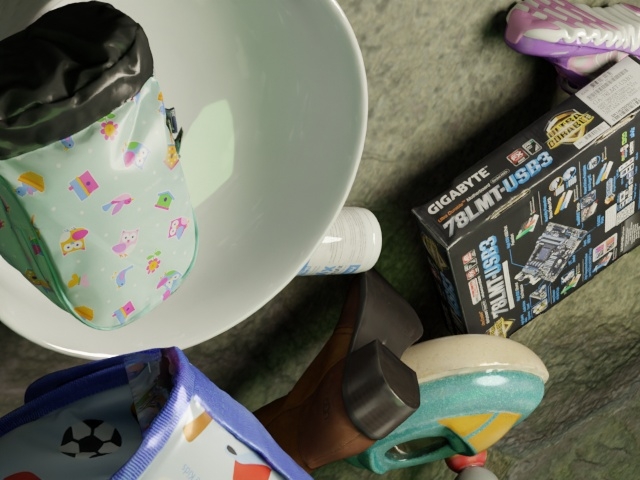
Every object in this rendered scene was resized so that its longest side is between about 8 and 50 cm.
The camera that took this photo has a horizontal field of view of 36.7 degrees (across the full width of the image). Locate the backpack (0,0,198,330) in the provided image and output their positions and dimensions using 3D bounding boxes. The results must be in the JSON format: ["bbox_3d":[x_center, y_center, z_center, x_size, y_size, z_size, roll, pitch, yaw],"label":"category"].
[{"bbox_3d":[-0.150,-0.034,0.591,0.152,0.115,0.182,-30,136,-22],"label":"backpack"}]

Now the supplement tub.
[{"bbox_3d":[0.000,0.000,0.966,0.107,0.071,0.071,0,118,-37],"label":"supplement tub"}]

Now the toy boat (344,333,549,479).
[{"bbox_3d":[0.154,0.231,1.154,0.267,0.148,0.318,-20,147,10],"label":"toy boat"}]

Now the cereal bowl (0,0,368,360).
[{"bbox_3d":[-0.136,-0.083,0.752,0.338,0.141,0.339,-20,129,-26],"label":"cereal bowl"}]

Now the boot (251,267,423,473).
[{"bbox_3d":[-0.021,0.170,1.014,0.280,0.264,0.096,-38,116,21],"label":"boot"}]

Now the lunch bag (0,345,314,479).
[{"bbox_3d":[-0.171,0.293,0.774,0.385,0.239,0.328,-37,123,3],"label":"lunch bag"}]

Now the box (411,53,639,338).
[{"bbox_3d":[0.257,-0.022,1.092,0.293,0.073,0.295,-34,147,-5],"label":"box"}]

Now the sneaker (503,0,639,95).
[{"bbox_3d":[0.286,-0.199,1.046,0.236,0.095,0.105,-5,129,-37],"label":"sneaker"}]
